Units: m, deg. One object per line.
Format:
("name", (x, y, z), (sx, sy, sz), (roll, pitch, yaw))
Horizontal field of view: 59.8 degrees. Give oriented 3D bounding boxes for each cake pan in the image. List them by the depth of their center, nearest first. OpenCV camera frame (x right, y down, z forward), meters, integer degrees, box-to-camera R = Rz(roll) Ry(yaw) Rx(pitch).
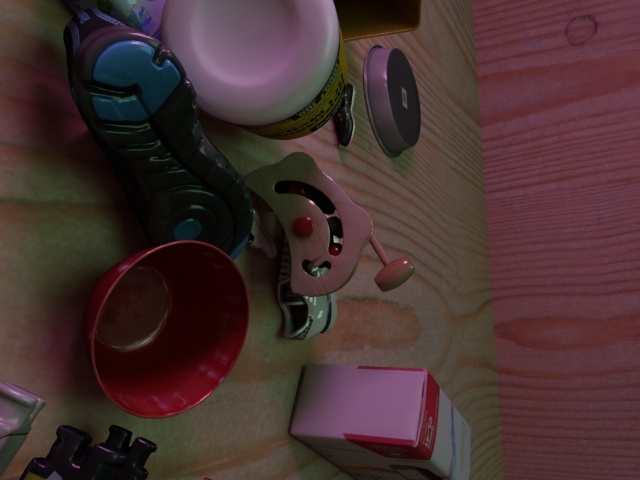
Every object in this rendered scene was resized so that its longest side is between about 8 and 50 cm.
("cake pan", (0.194, -0.363, 1.439), (0.293, 0.054, 0.293), (19, 69, -59))

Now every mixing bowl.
("mixing bowl", (-0.174, 0.081, 0.584), (0.181, 0.098, 0.181), (-15, 111, -45))

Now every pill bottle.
("pill bottle", (-0.059, -0.229, 0.722), (0.334, 0.188, 0.187), (-47, 129, -81))

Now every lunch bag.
("lunch bag", (-0.214, -0.302, 0.614), (0.129, 0.096, 0.151), (53, 50, -44))

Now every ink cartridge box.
("ink cartridge box", (0.120, 0.336, 0.976), (0.306, 0.226, 0.131), (53, 41, -43))

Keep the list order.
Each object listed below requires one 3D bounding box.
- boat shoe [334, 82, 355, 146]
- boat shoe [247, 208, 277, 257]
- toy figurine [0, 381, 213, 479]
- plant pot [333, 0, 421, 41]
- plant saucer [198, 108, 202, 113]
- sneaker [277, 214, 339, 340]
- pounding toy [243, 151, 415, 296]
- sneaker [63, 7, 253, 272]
("boat shoe", (0.045, -0.261, 1.153), (0.042, 0.049, 0.132), (2, 90, -34))
("boat shoe", (-0.100, -0.006, 0.842), (0.035, 0.035, 0.100), (-43, 131, -24))
("toy figurine", (-0.194, 0.224, 0.432), (0.209, 0.213, 0.148), (47, 61, -44))
("plant pot", (0.063, -0.521, 1.034), (0.212, 0.212, 0.187), (82, -3, -52))
("plant saucer", (-0.178, -0.212, 0.751), (0.083, 0.013, 0.083), (22, 65, -60))
("sneaker", (-0.028, 0.045, 0.913), (0.095, 0.090, 0.234), (-4, 86, -52))
("pounding toy", (0.000, 0.000, 0.858), (0.269, 0.154, 0.155), (46, 1, 8))
("sneaker", (-0.169, -0.091, 0.617), (0.125, 0.139, 0.340), (-29, 141, -18))
